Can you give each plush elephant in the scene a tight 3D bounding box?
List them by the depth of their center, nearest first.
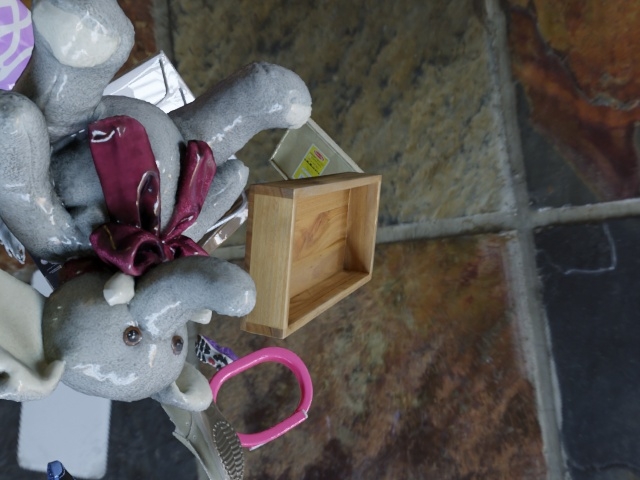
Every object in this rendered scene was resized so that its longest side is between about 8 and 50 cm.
[{"bbox_3d":[-0.157,0.009,0.527,0.330,0.272,0.255,-33,69,22],"label":"plush elephant"}]

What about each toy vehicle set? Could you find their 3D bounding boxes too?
[{"bbox_3d":[-0.015,-0.196,1.725,0.267,0.035,0.166,49,118,26],"label":"toy vehicle set"}]

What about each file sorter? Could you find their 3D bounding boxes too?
[{"bbox_3d":[-0.283,-0.152,1.168,0.192,0.278,0.173,-29,41,4],"label":"file sorter"}]

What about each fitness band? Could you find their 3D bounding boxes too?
[{"bbox_3d":[-0.147,0.378,1.568,0.290,0.054,0.209,-21,75,-35],"label":"fitness band"}]

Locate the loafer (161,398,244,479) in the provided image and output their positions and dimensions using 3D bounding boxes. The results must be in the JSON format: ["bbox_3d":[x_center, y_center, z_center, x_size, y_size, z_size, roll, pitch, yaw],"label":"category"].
[{"bbox_3d":[-0.247,0.397,1.344,0.092,0.102,0.269,-29,83,19],"label":"loafer"}]

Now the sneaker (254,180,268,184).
[{"bbox_3d":[-0.105,-0.078,1.538,0.152,0.061,0.054,45,68,-2],"label":"sneaker"}]

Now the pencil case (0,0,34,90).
[{"bbox_3d":[-0.320,-0.208,0.548,0.088,0.206,0.086,15,68,30],"label":"pencil case"}]

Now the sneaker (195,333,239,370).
[{"bbox_3d":[-0.300,0.330,1.883,0.170,0.071,0.068,30,112,30],"label":"sneaker"}]

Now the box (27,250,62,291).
[{"bbox_3d":[-0.513,-0.031,1.463,0.295,0.073,0.293,-36,88,-4],"label":"box"}]

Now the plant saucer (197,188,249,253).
[{"bbox_3d":[-0.260,-0.051,1.797,0.278,0.278,0.041,-44,90,3],"label":"plant saucer"}]

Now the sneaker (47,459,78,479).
[{"bbox_3d":[-0.660,0.694,1.747,0.081,0.090,0.232,-34,79,48],"label":"sneaker"}]

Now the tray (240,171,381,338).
[{"bbox_3d":[0.000,0.000,1.047,0.076,0.411,0.203,8,101,19],"label":"tray"}]
